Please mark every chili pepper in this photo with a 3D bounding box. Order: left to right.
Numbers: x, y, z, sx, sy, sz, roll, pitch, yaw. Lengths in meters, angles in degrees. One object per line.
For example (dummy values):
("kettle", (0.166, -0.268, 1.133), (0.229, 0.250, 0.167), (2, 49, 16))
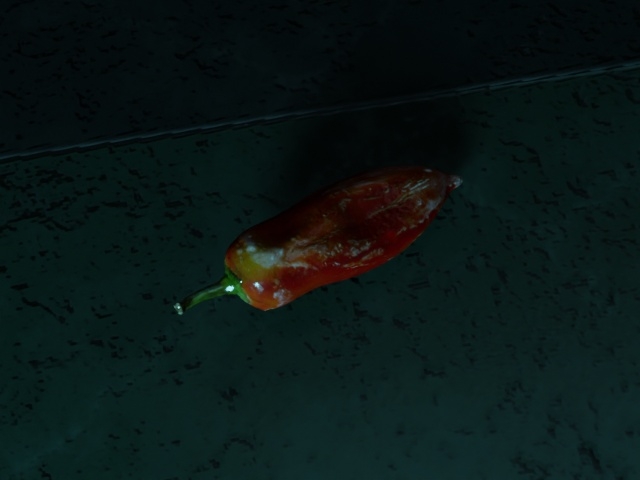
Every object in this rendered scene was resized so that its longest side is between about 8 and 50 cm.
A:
("chili pepper", (0.000, 0.000, 0.674), (0.191, 0.050, 0.059), (-24, 62, -13))
